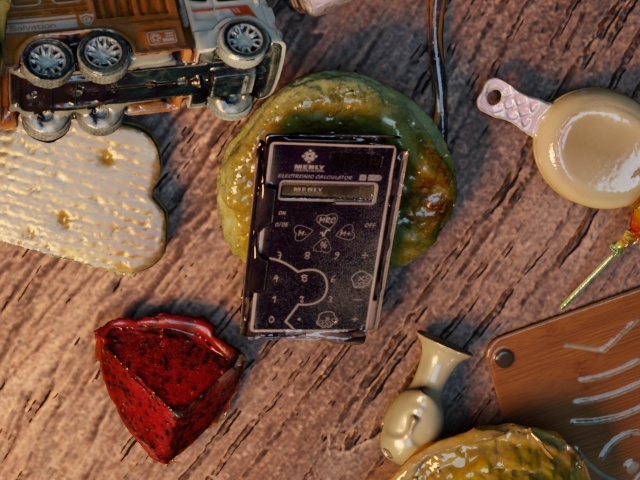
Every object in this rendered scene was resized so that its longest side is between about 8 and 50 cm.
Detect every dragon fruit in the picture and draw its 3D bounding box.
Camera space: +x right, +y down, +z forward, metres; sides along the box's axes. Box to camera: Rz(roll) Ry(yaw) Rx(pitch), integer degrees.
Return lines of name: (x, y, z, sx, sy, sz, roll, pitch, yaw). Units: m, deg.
dragon fruit: (-0.182, 0.155, 1.739, 0.161, 0.120, 0.127, 42, 138, 11)

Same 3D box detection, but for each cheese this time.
cheese: (0.284, -0.124, 1.737, 0.227, 0.064, 0.137, 25, 96, -10)

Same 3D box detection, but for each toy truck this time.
toy truck: (-0.201, -0.215, 1.600, 0.305, 0.136, 0.162, -8, 66, -15)

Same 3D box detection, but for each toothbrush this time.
toothbrush: (0.134, -0.169, 1.730, 0.031, 0.023, 0.321, -1, 102, -13)

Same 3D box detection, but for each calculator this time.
calculator: (0.000, 0.000, 1.664, 0.166, 0.028, 0.274, 1, 123, -9)

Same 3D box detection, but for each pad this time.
pad: (0.369, 0.206, 1.841, 0.286, 0.018, 0.284, -19, 104, -1)

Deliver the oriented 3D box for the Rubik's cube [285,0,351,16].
Rubik's cube: (0.041, -0.379, 1.561, 0.237, 0.237, 0.238, -22, 99, -1)

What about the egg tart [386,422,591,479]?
egg tart: (0.196, 0.349, 1.767, 0.295, 0.116, 0.295, -8, 120, -15)

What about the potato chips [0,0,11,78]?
potato chips: (-0.457, -0.187, 1.542, 0.358, 0.070, 0.429, 2, 103, 33)

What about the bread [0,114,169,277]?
bread: (-0.292, -0.080, 1.679, 0.286, 0.056, 0.207, 19, 97, -11)

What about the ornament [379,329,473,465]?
ornament: (0.118, 0.191, 1.776, 0.075, 0.081, 0.156, 23, 95, 5)

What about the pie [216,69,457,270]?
pie: (0.013, -0.057, 1.687, 0.277, 0.078, 0.277, -5, 116, -10)

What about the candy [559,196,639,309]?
candy: (0.344, 0.016, 1.757, 0.060, 0.060, 0.201, 33, 123, -12)
